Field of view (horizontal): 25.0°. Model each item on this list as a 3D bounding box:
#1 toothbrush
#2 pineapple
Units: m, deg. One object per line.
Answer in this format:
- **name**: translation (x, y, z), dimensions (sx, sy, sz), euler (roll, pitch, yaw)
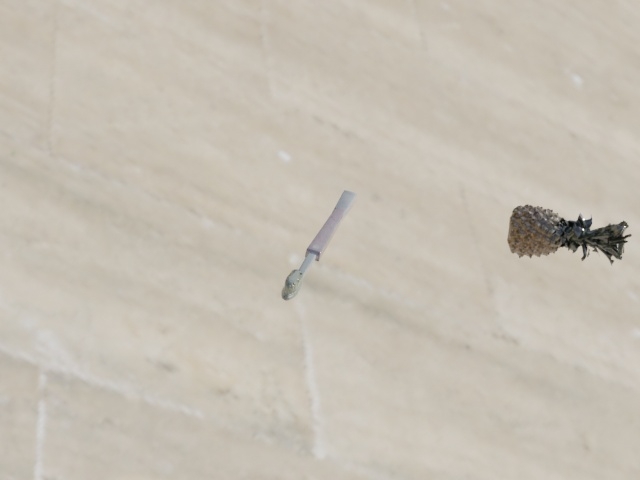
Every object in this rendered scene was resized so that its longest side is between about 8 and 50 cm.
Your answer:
- **toothbrush**: translation (0.000, 0.002, 1.269), dimensions (0.014, 0.017, 0.194), euler (18, 29, 9)
- **pineapple**: translation (0.251, -0.008, 1.448), dimensions (0.124, 0.058, 0.058), euler (3, 28, 18)
